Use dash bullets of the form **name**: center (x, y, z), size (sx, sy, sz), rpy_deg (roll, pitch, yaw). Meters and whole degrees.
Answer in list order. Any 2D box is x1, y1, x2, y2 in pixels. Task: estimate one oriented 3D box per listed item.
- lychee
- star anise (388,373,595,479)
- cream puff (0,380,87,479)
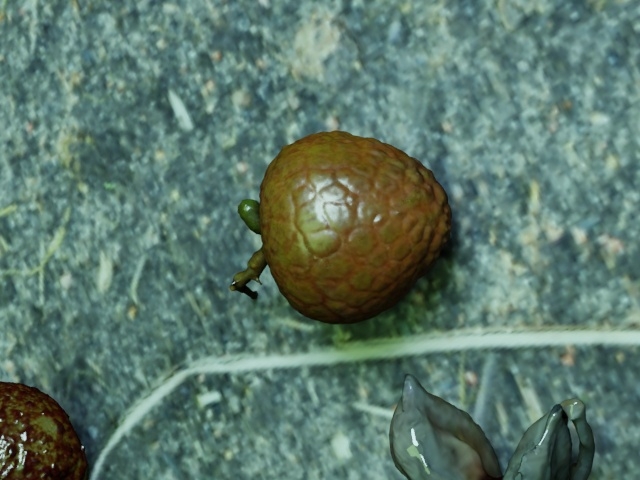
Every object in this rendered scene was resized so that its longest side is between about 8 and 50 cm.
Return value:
- **lychee**: center (0.005, 0.001, 0.829), size (0.140, 0.114, 0.101), rpy_deg (-30, 45, 9)
- **star anise**: center (0.095, 0.182, 0.789), size (0.229, 0.093, 0.236), rpy_deg (-11, 85, 31)
- **cream puff**: center (-0.219, 0.163, 0.976), size (0.149, 0.084, 0.149), rpy_deg (2, 95, 32)
